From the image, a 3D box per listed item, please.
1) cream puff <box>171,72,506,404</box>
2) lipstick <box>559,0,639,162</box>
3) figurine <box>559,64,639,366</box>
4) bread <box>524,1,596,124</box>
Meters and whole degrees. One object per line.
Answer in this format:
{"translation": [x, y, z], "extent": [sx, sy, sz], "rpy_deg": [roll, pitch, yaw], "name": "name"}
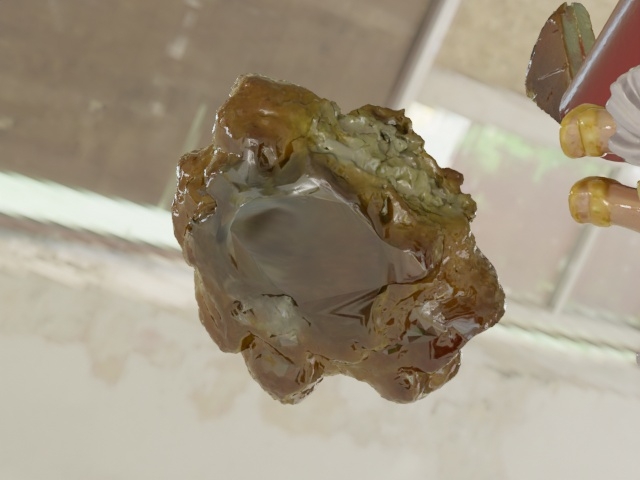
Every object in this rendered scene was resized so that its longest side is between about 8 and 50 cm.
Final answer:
{"translation": [0.000, 0.000, 1.286], "extent": [0.241, 0.269, 0.155], "rpy_deg": [-16, -168, 25], "name": "cream puff"}
{"translation": [0.203, -0.141, 0.910], "extent": [0.073, 0.280, 0.073], "rpy_deg": [8, -124, -12], "name": "lipstick"}
{"translation": [0.199, -0.013, 0.735], "extent": [0.240, 0.175, 0.116], "rpy_deg": [5, -148, 38], "name": "figurine"}
{"translation": [0.189, -0.127, 1.376], "extent": [0.043, 0.109, 0.062], "rpy_deg": [-2, 169, -39], "name": "bread"}
